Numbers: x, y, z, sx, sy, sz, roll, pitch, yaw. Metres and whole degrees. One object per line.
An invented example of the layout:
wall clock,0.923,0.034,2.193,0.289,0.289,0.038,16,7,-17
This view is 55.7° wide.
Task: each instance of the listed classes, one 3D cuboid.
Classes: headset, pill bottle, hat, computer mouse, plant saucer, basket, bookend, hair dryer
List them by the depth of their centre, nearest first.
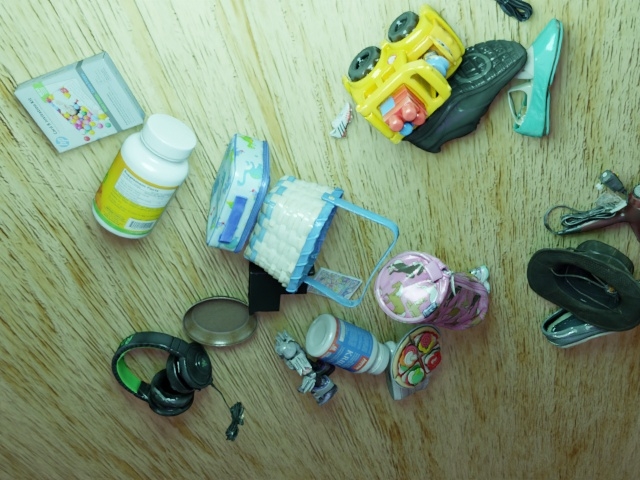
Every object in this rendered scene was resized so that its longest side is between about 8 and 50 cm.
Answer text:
computer mouse,0.394,-0.478,1.065,0.106,0.042,0.193,32,121,-29
pill bottle,-0.351,-0.130,1.219,0.137,0.136,0.245,24,125,-26
basket,0.000,0.000,1.320,0.289,0.201,0.254,31,127,5
hair dryer,0.715,-0.067,1.478,0.294,0.080,0.223,22,142,-18
bookend,-0.101,0.109,1.512,0.158,0.072,0.156,-1,133,-8
hat,0.691,0.084,1.538,0.332,0.133,0.331,31,160,13
plant saucer,-0.264,0.207,1.604,0.199,0.036,0.198,-4,132,-5
headset,-0.388,0.406,1.668,0.394,0.185,0.243,30,123,-16
pill bottle,0.080,0.294,1.668,0.222,0.124,0.124,26,124,-27

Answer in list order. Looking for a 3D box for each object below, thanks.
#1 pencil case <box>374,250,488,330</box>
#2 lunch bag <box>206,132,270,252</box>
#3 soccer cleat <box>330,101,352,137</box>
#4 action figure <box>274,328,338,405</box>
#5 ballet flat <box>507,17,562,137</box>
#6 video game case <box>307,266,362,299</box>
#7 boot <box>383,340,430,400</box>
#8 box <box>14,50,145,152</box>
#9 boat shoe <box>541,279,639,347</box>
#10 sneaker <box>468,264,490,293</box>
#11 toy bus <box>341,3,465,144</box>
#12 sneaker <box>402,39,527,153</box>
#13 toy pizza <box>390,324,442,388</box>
pencil case,0.276,0.128,1.432,0.386,0.167,0.159,21,91,-59
lunch bag,-0.171,-0.092,1.250,0.090,0.176,0.218,14,128,-17
soccer cleat,0.042,-0.245,1.239,0.036,0.029,0.083,1,136,-14
action figure,-0.047,0.353,1.680,0.099,0.185,0.285,-34,136,7
ballet flat,0.417,-0.311,1.197,0.087,0.083,0.247,1,132,11
video game case,0.035,0.116,1.577,0.122,0.011,0.087,18,127,-22
boot,0.258,0.372,1.800,0.124,0.095,0.258,-18,136,-8
box,-0.455,-0.261,1.155,0.186,0.038,0.145,-16,132,9
boat shoe,0.763,0.198,1.677,0.320,0.116,0.099,-36,131,29
sneaker,0.410,0.110,1.606,0.069,0.038,0.098,-12,123,6
toy bus,0.164,-0.284,1.098,0.220,0.211,0.149,-40,124,24
sneaker,0.288,-0.281,1.204,0.286,0.108,0.130,-34,137,31
toy pizza,0.281,0.334,1.721,0.201,0.032,0.201,-14,116,-33
